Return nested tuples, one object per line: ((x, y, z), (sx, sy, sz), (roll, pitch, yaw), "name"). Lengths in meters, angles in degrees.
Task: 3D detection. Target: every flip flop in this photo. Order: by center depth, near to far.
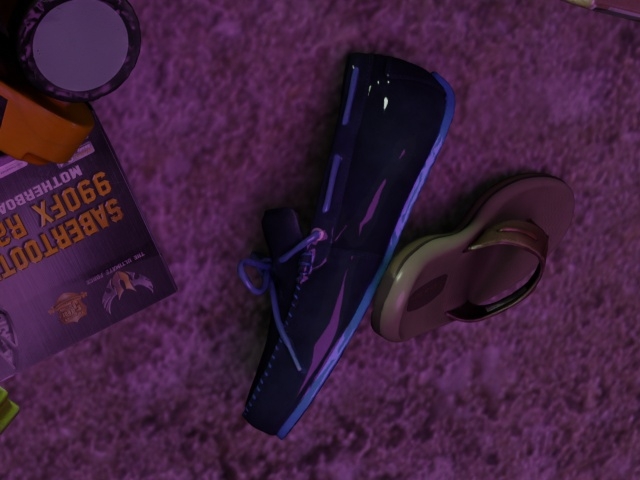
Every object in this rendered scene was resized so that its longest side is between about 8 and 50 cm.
((0.148, 0.023, 1.616), (0.277, 0.080, 0.112), (-26, 129, -48), "flip flop")

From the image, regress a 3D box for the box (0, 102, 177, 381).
((-0.260, 0.012, 1.529), (0.231, 0.056, 0.183), (-26, 115, -9), "box")

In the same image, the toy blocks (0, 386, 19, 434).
((-0.383, -0.001, 1.293), (0.381, 0.261, 0.191), (36, 61, 5), "toy blocks")

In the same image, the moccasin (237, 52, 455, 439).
((0.000, 0.000, 1.592), (0.117, 0.138, 0.342), (25, 81, -5), "moccasin")

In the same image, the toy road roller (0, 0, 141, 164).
((-0.311, -0.162, 1.367), (0.329, 0.202, 0.240), (32, 100, -28), "toy road roller")

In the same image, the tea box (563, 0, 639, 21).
((0.192, -0.355, 1.378), (0.220, 0.329, 0.323), (2, 110, -47), "tea box")
